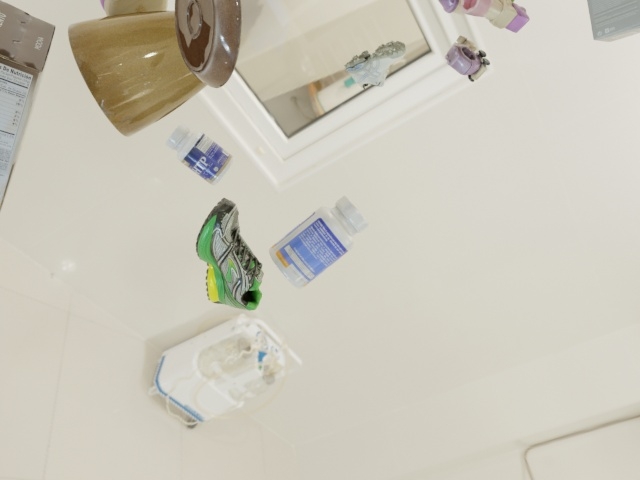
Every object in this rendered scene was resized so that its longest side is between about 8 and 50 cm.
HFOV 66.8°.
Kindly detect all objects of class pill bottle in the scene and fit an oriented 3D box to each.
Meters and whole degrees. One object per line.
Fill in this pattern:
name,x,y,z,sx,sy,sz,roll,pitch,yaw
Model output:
pill bottle,-0.364,-0.262,1.457,0.187,0.112,0.112,37,27,-19
pill bottle,0.000,0.000,1.383,0.152,0.272,0.152,51,3,-4

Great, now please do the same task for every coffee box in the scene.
coffee box,-0.536,-0.211,0.781,0.119,0.297,0.168,17,36,-32

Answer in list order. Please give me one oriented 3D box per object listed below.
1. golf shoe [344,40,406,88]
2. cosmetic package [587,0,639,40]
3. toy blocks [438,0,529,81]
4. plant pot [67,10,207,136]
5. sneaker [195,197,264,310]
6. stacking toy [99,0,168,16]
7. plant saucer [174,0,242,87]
golf shoe,0.139,-0.400,1.118,0.069,0.176,0.086,-46,118,-23
cosmetic package,0.602,-0.537,0.984,0.127,0.107,0.237,-22,103,-43
toy blocks,0.330,-0.602,1.129,0.260,0.309,0.288,7,56,-27
plant pot,-0.336,-0.373,1.013,0.237,0.254,0.237,159,-90,-87
sneaker,-0.205,0.039,1.199,0.343,0.146,0.134,89,21,-45
stacking toy,-0.484,-0.624,1.093,0.330,0.141,0.141,52,15,16
plant saucer,-0.150,-0.282,0.617,0.029,0.168,0.168,-11,71,-34
